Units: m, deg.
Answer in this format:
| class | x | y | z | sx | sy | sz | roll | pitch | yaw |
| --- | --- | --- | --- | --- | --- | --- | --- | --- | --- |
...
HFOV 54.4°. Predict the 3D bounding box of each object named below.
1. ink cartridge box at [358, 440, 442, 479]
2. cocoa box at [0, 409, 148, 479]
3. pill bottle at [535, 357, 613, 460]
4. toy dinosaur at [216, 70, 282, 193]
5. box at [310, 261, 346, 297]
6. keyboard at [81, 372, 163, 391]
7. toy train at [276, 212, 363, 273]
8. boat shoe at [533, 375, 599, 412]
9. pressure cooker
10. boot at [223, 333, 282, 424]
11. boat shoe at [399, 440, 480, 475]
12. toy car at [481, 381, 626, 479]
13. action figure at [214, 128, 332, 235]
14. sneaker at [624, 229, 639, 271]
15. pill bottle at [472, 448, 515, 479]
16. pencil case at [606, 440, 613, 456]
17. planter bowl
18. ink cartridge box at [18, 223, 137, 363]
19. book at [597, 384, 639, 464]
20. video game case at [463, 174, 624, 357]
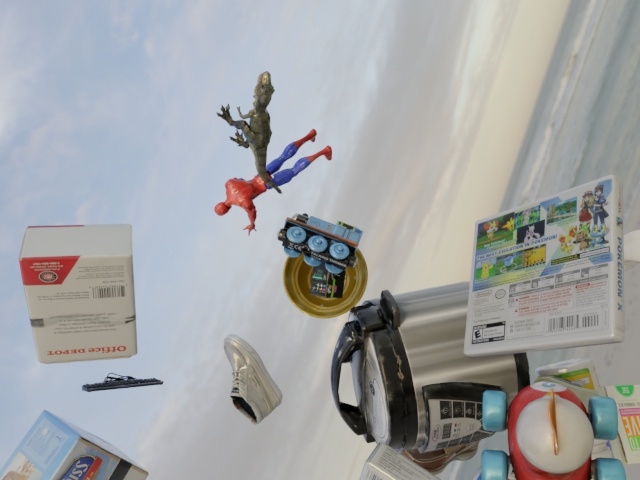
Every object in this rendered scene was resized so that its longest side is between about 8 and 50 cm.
| class | x | y | z | sx | sy | sz | roll | pitch | yaw |
| --- | --- | --- | --- | --- | --- | --- | --- | --- | --- |
| ink cartridge box | 0.190 | 0.525 | 1.145 | 0.060 | 0.275 | 0.238 | -43 | -27 | -42 |
| cocoa box | -0.629 | 0.622 | 1.459 | 0.228 | 0.232 | 0.347 | 47 | -117 | -36 |
| pill bottle | 0.617 | 0.417 | 1.498 | 0.136 | 0.137 | 0.245 | 32 | -135 | -75 |
| toy dinosaur | -0.137 | -0.212 | 1.237 | 0.064 | 0.118 | 0.268 | -44 | -32 | -36 |
| box | 0.018 | 0.088 | 1.434 | 0.062 | 0.052 | 0.083 | 8 | -91 | -49 |
| keyboard | -0.498 | 0.348 | 1.549 | 0.192 | 0.100 | 0.038 | 5 | -101 | -39 |
| toy train | 0.000 | 0.000 | 1.353 | 0.080 | 0.184 | 0.105 | 106 | -174 | -50 |
| boat shoe | 0.572 | 0.353 | 1.327 | 0.079 | 0.233 | 0.083 | 14 | -85 | -37 |
| pressure cooker | 0.230 | 0.305 | 1.485 | 0.375 | 0.421 | 0.369 | 121 | 140 | -74 |
| boot | -0.220 | 0.402 | 1.794 | 0.095 | 0.258 | 0.123 | -34 | 4 | 42 |
| boat shoe | 0.339 | 0.551 | 1.722 | 0.325 | 0.123 | 0.116 | -1 | -59 | -46 |
| toy car | 0.369 | 0.296 | 0.990 | 0.238 | 0.219 | 0.210 | 70 | -155 | -50 |
| action figure | -0.110 | -0.118 | 1.354 | 0.280 | 0.091 | 0.139 | -34 | -18 | -20 |
| sneaker | 0.780 | 0.038 | 1.569 | 0.212 | 0.094 | 0.080 | -37 | 55 | 43 |
| pill bottle | 0.449 | 0.673 | 1.634 | 0.221 | 0.124 | 0.124 | -65 | -12 | 16 |
| pencil case | 0.789 | 0.656 | 1.803 | 0.306 | 0.133 | 0.119 | -51 | -30 | -49 |
| planter bowl | 0.016 | 0.096 | 1.609 | 0.090 | 0.217 | 0.217 | 58 | -128 | -77 |
| ink cartridge box | -0.473 | 0.109 | 1.248 | 0.114 | 0.197 | 0.272 | -112 | 25 | -51 |
| book | 0.596 | 0.353 | 1.196 | 0.035 | 0.096 | 0.144 | 127 | 141 | -60 |
| video game case | 0.409 | 0.060 | 1.169 | 0.329 | 0.036 | 0.299 | -23 | 50 | 54 |
